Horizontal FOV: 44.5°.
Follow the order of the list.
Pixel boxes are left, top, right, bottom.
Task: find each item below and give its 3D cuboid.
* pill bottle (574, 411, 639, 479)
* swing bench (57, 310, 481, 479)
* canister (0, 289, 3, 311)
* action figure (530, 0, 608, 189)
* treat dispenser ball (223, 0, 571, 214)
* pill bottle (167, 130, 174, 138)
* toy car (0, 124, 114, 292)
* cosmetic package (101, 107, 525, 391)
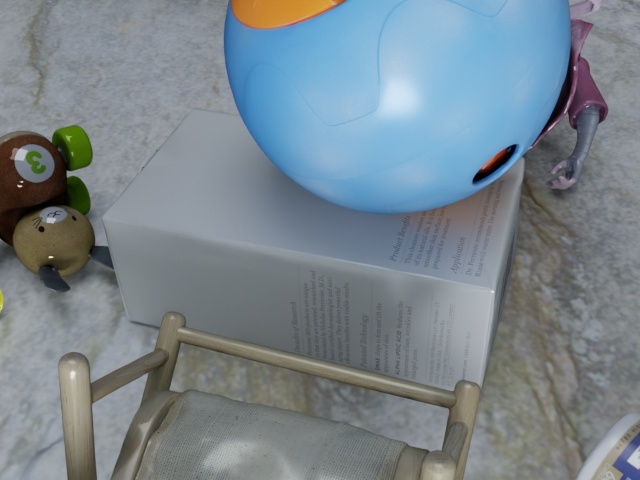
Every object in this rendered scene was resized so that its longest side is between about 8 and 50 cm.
[{"bbox_3d":[0.285,0.215,0.587,0.094,0.094,0.169,-31,48,-29],"label":"pill bottle"},{"bbox_3d":[-0.043,0.208,0.534,0.253,0.255,0.165,12,9,15],"label":"swing bench"},{"bbox_3d":[-0.445,0.055,0.836,0.169,0.073,0.126,23,47,29],"label":"canister"},{"bbox_3d":[0.228,-0.216,0.947,0.248,0.276,0.370,24,32,23],"label":"action figure"},{"bbox_3d":[0.062,-0.166,0.665,0.288,0.288,0.288,-2,41,1],"label":"treat dispenser ball"},{"bbox_3d":[-0.109,-0.103,0.987,0.160,0.087,0.087,2,41,6],"label":"pill bottle"},{"bbox_3d":[-0.301,-0.018,0.872,0.155,0.149,0.188,-24,55,-37],"label":"toy car"},{"bbox_3d":[0.000,0.000,0.812,0.384,0.156,0.217,11,42,17],"label":"cosmetic package"}]
